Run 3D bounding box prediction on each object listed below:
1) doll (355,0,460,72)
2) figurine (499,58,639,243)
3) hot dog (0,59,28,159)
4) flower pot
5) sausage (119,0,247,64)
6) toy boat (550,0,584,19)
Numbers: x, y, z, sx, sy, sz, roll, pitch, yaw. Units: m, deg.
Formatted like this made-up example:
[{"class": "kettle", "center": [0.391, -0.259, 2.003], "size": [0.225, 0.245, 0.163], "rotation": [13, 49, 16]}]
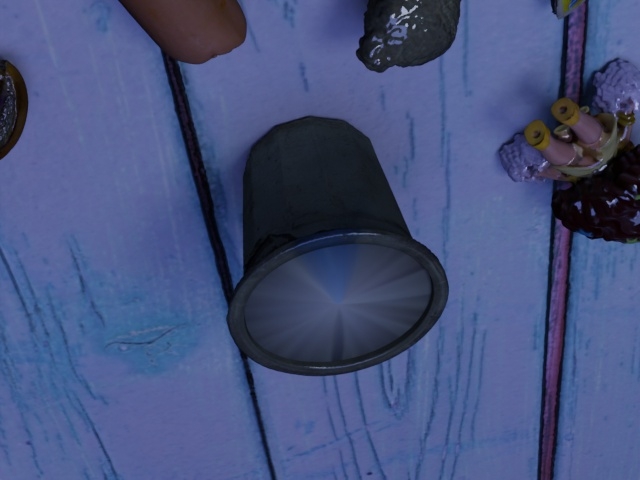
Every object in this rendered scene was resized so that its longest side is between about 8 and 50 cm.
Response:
[{"class": "doll", "center": [0.077, -0.274, 0.978], "size": [0.203, 0.091, 0.286], "rotation": [-48, 148, -11]}, {"class": "figurine", "center": [0.289, -0.080, 1.203], "size": [0.174, 0.116, 0.240], "rotation": [-36, 132, 21]}, {"class": "hot dog", "center": [-0.319, -0.107, 1.063], "size": [0.089, 0.060, 0.140], "rotation": [18, 122, -30]}, {"class": "flower pot", "center": [0.000, 0.000, 1.153], "size": [0.212, 0.203, 0.212], "rotation": [-8, 135, -8]}, {"class": "sausage", "center": [-0.159, -0.253, 0.943], "size": [0.086, 0.086, 0.289], "rotation": [-26, 136, 13]}, {"class": "toy boat", "center": [0.250, -0.283, 1.024], "size": [0.084, 0.066, 0.210], "rotation": [4, 134, -15]}]
